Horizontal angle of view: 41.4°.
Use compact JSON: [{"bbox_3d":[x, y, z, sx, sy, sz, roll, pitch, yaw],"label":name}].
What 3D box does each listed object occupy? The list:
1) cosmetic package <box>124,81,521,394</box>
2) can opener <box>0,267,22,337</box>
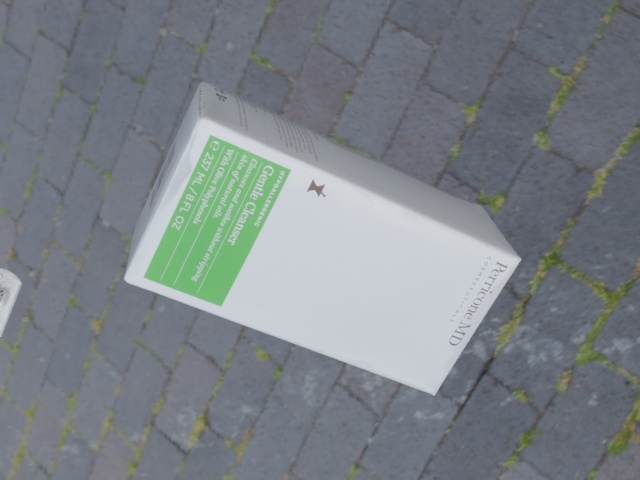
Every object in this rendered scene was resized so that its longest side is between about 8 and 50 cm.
[{"bbox_3d":[0.000,0.000,0.917,0.366,0.155,0.197,22,109,-16],"label":"cosmetic package"},{"bbox_3d":[-0.548,0.173,1.342,0.074,0.093,0.280,16,68,-3],"label":"can opener"}]
